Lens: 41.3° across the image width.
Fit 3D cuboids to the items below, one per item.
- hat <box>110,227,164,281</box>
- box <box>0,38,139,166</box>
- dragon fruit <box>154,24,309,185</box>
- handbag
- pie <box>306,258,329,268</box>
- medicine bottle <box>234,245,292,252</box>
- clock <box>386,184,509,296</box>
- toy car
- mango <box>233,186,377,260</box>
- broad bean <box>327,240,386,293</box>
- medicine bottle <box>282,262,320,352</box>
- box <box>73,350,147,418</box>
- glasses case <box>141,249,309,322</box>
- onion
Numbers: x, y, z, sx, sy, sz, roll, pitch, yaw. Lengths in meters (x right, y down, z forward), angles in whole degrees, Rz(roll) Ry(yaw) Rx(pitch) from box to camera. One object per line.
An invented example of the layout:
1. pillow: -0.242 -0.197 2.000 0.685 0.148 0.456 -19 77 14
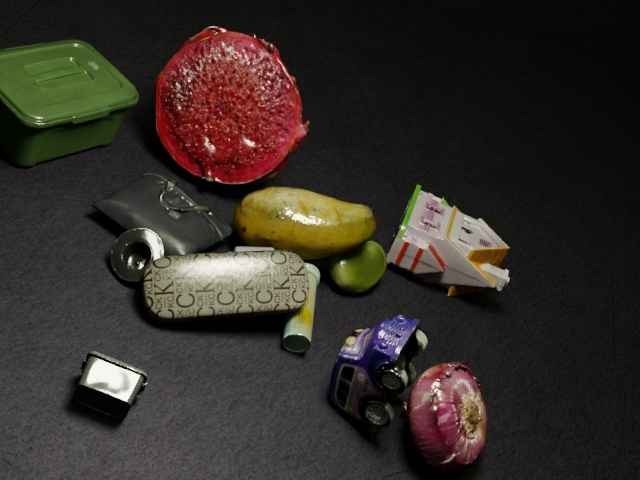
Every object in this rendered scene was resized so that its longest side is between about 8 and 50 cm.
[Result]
1. hat: -0.381 0.035 1.774 0.121 0.050 0.121 3 72 -10
2. box: -0.611 -0.312 1.935 0.252 0.178 0.328 42 40 18
3. dragon fruit: -0.206 -0.325 2.097 0.386 0.371 0.249 21 13 2
4. handbag: -0.343 -0.051 1.882 0.254 0.089 0.211 37 43 7
5. pie: 0.000 0.000 2.094 0.186 0.041 0.187 19 39 -16
6. medicine bottle: -0.128 0.055 1.883 0.130 0.080 0.080 3 41 -4
7. clock: 0.343 0.025 2.201 0.309 0.166 0.235 23 36 3
8. toy car: 0.112 0.256 1.726 0.157 0.235 0.172 24 35 12
9. mango: -0.037 -0.033 1.965 0.329 0.176 0.177 14 70 -3
10. broad bean: 0.090 0.063 2.044 0.174 0.082 0.125 -25 93 -39
11. medicine bottle: -0.044 0.148 1.871 0.073 0.074 0.218 21 40 -13
12. box: -0.376 0.260 1.506 0.122 0.084 0.069 23 44 -7
13. glasses case: -0.193 0.093 1.763 0.354 0.085 0.137 -3 78 -22
14. onion: 0.243 0.363 1.757 0.230 0.163 0.230 22 64 -56
